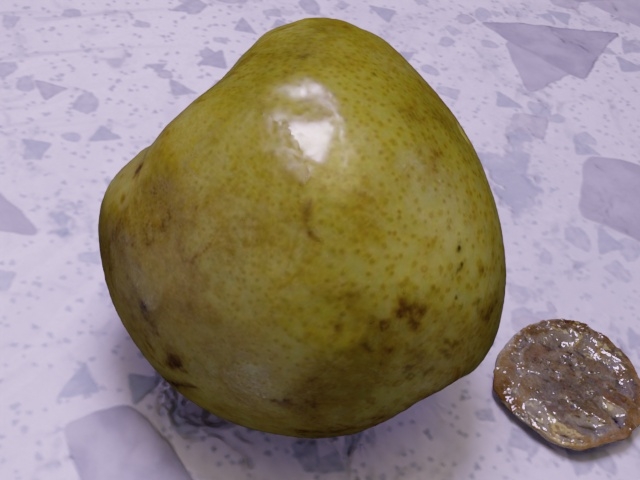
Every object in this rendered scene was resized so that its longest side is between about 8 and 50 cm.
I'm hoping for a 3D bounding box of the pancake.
[{"bbox_3d":[0.217,0.125,0.896,0.139,0.022,0.139,8,45,-8],"label":"pancake"}]

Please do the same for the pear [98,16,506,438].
[{"bbox_3d":[0.000,0.000,0.781,0.304,0.304,0.304,7,46,-7],"label":"pear"}]
